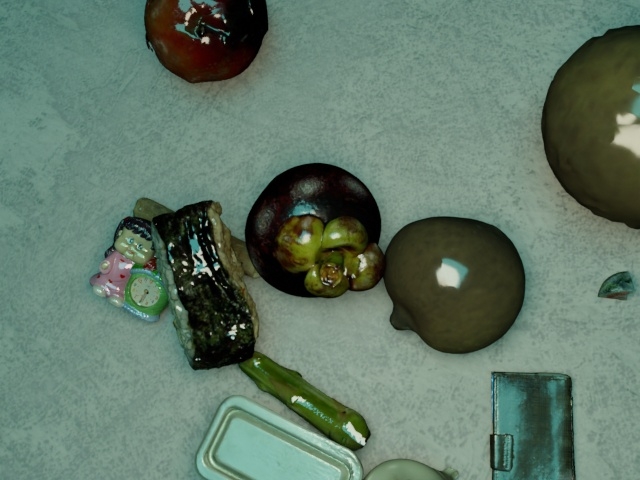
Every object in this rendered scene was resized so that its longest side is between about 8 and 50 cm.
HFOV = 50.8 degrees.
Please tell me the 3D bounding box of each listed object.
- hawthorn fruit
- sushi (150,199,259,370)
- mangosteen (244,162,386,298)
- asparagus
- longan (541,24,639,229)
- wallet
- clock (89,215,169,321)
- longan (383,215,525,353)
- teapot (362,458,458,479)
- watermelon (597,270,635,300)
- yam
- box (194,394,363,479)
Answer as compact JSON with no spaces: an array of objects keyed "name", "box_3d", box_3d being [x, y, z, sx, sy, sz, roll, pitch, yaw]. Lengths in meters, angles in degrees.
[{"name":"hawthorn fruit","box_3d":[-0.262,-0.515,1.589,0.316,0.316,0.316,-2,75,8]},{"name":"sushi","box_3d":[-0.237,0.095,1.405,0.171,0.211,0.350,-18,99,-18]},{"name":"mangosteen","box_3d":[0.004,-0.011,1.405,0.313,0.297,0.297,24,80,25]},{"name":"asparagus","box_3d":[-0.041,0.335,1.435,0.343,0.085,0.082,29,96,21]},{"name":"longan","box_3d":[0.649,-0.211,1.301,0.436,0.404,0.404,21,80,12]},{"name":"wallet","box_3d":[0.427,0.426,1.357,0.169,0.044,0.317,1,77,5]},{"name":"clock","box_3d":[-0.400,0.061,1.523,0.194,0.100,0.195,30,100,0]},{"name":"longan","box_3d":[0.261,0.086,1.368,0.300,0.243,0.300,-6,74,21]},{"name":"teapot","box_3d":[0.171,0.587,1.300,0.220,0.149,0.318,1,74,0]},{"name":"watermelon","box_3d":[0.629,0.104,1.403,0.085,0.085,0.061,-42,108,-3]},{"name":"yam","box_3d":[-0.276,-0.003,1.560,0.357,0.081,0.081,23,80,15]},{"name":"box","box_3d":[-0.069,0.448,1.357,0.312,0.182,0.175,23,81,14]}]
